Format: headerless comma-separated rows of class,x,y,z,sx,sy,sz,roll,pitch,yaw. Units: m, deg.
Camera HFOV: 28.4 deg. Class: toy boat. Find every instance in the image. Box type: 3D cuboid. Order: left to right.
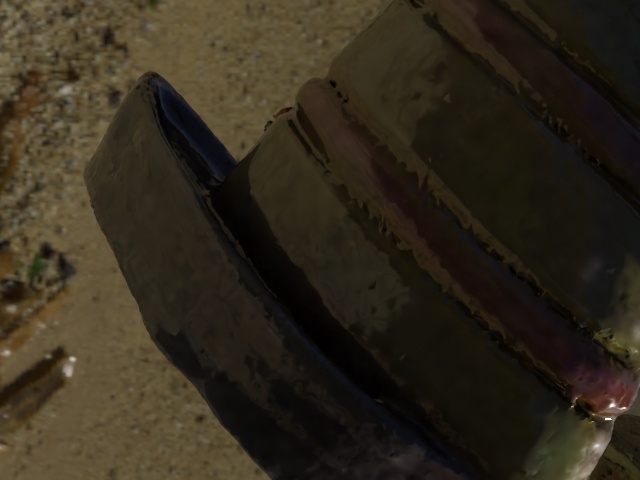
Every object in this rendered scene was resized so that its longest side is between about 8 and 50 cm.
toy boat,0.040,-0.009,0.570,0.111,0.293,0.276,25,41,-63

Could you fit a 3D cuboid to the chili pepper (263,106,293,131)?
chili pepper,-0.001,-0.002,0.860,0.088,0.065,0.169,20,61,-35

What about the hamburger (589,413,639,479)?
hamburger,0.420,0.331,1.512,0.192,0.288,0.168,13,103,-26
